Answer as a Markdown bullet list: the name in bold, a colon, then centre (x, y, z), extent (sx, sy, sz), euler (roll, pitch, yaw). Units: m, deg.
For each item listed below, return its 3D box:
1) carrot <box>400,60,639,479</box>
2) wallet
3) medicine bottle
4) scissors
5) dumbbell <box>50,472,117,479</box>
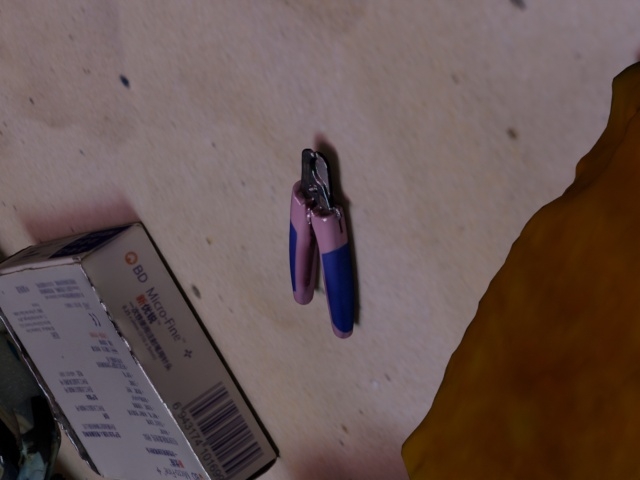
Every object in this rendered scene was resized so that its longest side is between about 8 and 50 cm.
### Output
- **carrot**: centre (0.120, 0.138, 0.426), extent (0.341, 0.241, 0.241), euler (54, 155, 1)
- **wallet**: centre (-0.277, 0.093, 1.183), extent (0.250, 0.075, 0.176), euler (58, 145, 22)
- **medicine bottle**: centre (-0.125, 0.077, 0.997), extent (0.171, 0.052, 0.201), euler (60, 154, -10)
- **scissors**: centre (0.000, 0.000, 0.726), extent (0.039, 0.012, 0.113), euler (40, 151, 29)
- **dumbbell**: centre (-0.126, 0.245, 1.152), extent (0.208, 0.099, 0.099), euler (46, 154, 18)
